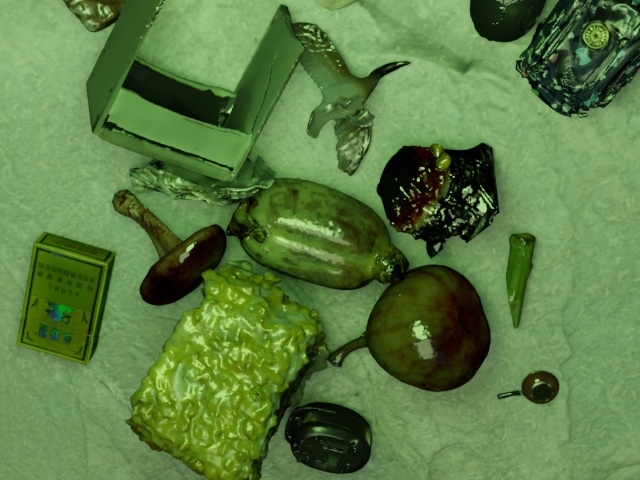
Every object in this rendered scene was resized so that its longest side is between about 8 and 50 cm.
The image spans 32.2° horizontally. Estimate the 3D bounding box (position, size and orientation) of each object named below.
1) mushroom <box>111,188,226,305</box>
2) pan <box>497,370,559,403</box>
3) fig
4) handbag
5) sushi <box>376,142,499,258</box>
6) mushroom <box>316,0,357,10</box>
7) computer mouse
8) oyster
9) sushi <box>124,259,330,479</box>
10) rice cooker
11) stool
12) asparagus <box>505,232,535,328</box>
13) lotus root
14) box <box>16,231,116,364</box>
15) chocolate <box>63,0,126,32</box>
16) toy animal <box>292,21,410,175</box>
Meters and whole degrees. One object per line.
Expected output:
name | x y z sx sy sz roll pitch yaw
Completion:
mushroom | -0.280 -0.011 1.910 0.217 0.148 0.227 52 135 4
pan | 0.379 0.278 2.022 0.115 0.023 0.068 -17 111 13
fig | 0.130 0.168 1.934 0.321 0.217 0.217 -15 113 37
handbag | 0.429 -0.314 1.710 0.162 0.113 0.260 34 106 -16
sushi | 0.175 -0.079 1.821 0.150 0.153 0.172 23 136 -25
mushroom | 0.074 -0.438 1.711 0.212 0.097 0.088 -36 149 15
computer mouse | 0.296 -0.406 1.705 0.122 0.073 0.217 13 113 2
oyster | -0.201 -0.104 1.848 0.252 0.199 0.087 -13 120 0
sushi | -0.138 0.224 1.857 0.240 0.396 0.351 27 78 7
rice cooker | 0.016 0.368 2.062 0.165 0.106 0.112 13 119 -11
stool | -0.200 -0.267 1.727 0.244 0.170 0.269 18 119 -27
asparagus | 0.341 0.070 1.927 0.045 0.041 0.178 -15 121 -36
lotus root | 0.000 0.000 1.873 0.309 0.173 0.173 20 114 3
box | -0.466 0.108 2.026 0.141 0.064 0.220 15 113 0
chocolate | -0.316 -0.438 1.753 0.214 0.093 0.148 -32 108 18
toy animal | 0.058 -0.227 1.784 0.197 0.160 0.272 -18 117 12
